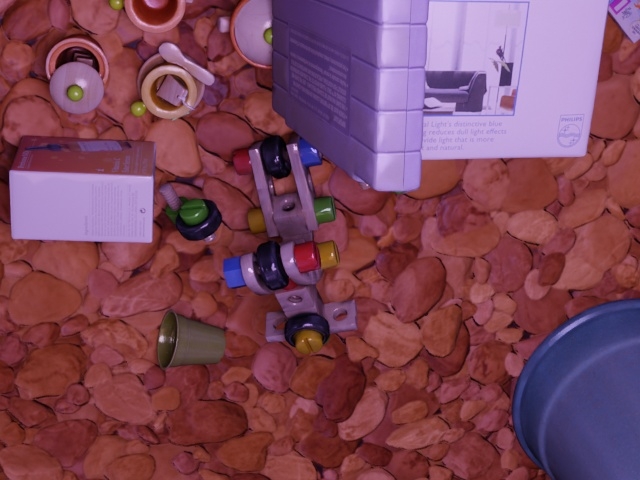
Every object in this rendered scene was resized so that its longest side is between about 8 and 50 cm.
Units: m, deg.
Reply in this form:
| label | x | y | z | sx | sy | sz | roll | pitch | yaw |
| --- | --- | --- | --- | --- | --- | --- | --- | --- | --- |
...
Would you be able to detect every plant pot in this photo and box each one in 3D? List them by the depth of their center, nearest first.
| label | x | y | z | sx | sy | sz | roll | pitch | yaw |
| --- | --- | --- | --- | --- | --- | --- | --- | --- | --- |
| plant pot | -0.176 | 0.142 | 1.474 | 0.079 | 0.083 | 0.083 | 9 | 114 | -25 |
| plant pot | 0.481 | 0.309 | 1.498 | 0.341 | 0.334 | 0.341 | -3 | 115 | -6 |

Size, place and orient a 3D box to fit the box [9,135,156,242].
| label | x | y | z | sx | sy | sz | roll | pitch | yaw |
| --- | --- | --- | --- | --- | --- | --- | --- | --- | --- |
| box | -0.293 | -0.065 | 1.326 | 0.170 | 0.130 | 0.091 | 2 | 115 | -9 |

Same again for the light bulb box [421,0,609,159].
| label | x | y | z | sx | sy | sz | roll | pitch | yaw |
| --- | --- | --- | --- | --- | --- | --- | --- | --- | --- |
| light bulb box | 0.142 | -0.315 | 1.147 | 0.225 | 0.358 | 0.361 | -2 | 116 | -12 |

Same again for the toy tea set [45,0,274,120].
| label | x | y | z | sx | sy | sz | roll | pitch | yaw |
| --- | --- | --- | --- | --- | --- | --- | --- | --- | --- |
| toy tea set | -0.167 | -0.241 | 1.265 | 0.336 | 0.124 | 0.200 | -36 | 114 | 9 |

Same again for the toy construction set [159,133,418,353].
| label | x | y | z | sx | sy | sz | roll | pitch | yaw |
| --- | --- | --- | --- | --- | --- | --- | --- | --- | --- |
| toy construction set | 0.000 | 0.000 | 1.377 | 0.308 | 0.257 | 0.237 | -31 | 132 | -5 |

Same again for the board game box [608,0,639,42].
| label | x | y | z | sx | sy | sz | roll | pitch | yaw |
| --- | --- | --- | --- | --- | --- | --- | --- | --- | --- |
| board game box | 0.394 | -0.344 | 1.353 | 0.103 | 0.026 | 0.154 | -42 | 113 | 12 |

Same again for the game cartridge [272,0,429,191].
| label | x | y | z | sx | sy | sz | roll | pitch | yaw |
| --- | --- | --- | --- | --- | --- | --- | --- | --- | --- |
| game cartridge | 0.021 | -0.198 | 1.057 | 0.068 | 0.355 | 0.230 | -9 | 112 | -15 |
